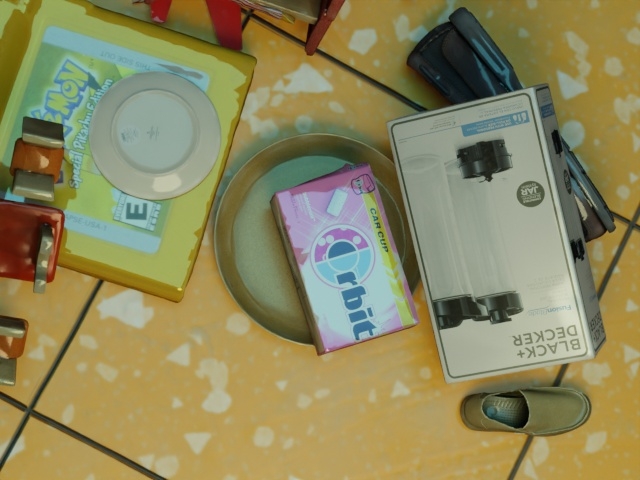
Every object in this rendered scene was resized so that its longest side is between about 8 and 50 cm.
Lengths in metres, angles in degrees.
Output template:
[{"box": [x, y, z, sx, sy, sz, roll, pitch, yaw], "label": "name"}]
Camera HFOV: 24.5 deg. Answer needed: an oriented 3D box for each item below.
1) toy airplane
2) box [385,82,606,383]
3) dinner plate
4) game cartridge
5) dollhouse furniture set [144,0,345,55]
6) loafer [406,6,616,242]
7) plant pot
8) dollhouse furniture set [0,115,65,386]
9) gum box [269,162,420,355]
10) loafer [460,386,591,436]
[{"box": [-0.135, -0.281, 1.637, 0.151, 0.028, 0.151, 1, 80, -8], "label": "toy airplane"}, {"box": [0.188, -0.007, 1.557, 0.169, 0.087, 0.290, -11, 95, 19], "label": "box"}, {"box": [-0.176, -0.114, 1.565, 0.141, 0.017, 0.141, 1, 81, -5], "label": "dinner plate"}, {"box": [-0.261, -0.114, 1.584, 0.323, 0.052, 0.285, 17, 80, -6], "label": "game cartridge"}, {"box": [-0.044, -0.415, 1.618, 0.201, 0.152, 0.374, 18, 61, -12], "label": "dollhouse furniture set"}, {"box": [0.210, -0.115, 1.638, 0.095, 0.109, 0.302, -35, 82, 9], "label": "loafer"}, {"box": [0.000, 0.000, 1.615, 0.236, 0.032, 0.236, 1, 82, -7], "label": "plant pot"}, {"box": [-0.392, -0.013, 1.489, 0.259, 0.135, 0.262, 11, 105, -14], "label": "dollhouse furniture set"}, {"box": [0.023, 0.017, 1.567, 0.107, 0.062, 0.188, -17, 85, -10], "label": "gum box"}, {"box": [0.229, 0.189, 1.611, 0.148, 0.050, 0.056, -4, 83, -9], "label": "loafer"}]
